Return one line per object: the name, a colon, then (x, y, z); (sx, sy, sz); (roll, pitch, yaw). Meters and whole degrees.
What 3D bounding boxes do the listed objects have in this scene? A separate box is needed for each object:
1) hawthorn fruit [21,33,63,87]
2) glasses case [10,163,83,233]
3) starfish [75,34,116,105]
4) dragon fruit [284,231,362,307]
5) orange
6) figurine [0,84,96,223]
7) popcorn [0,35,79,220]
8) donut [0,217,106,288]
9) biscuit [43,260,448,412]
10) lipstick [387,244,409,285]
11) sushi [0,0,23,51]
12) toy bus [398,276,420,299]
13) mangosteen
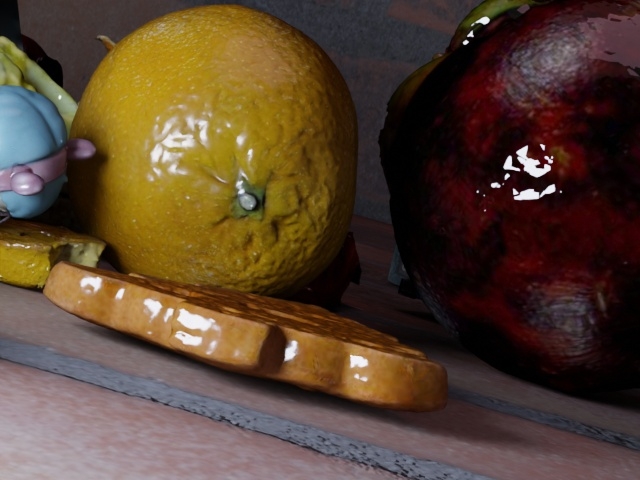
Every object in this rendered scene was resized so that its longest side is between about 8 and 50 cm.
hawthorn fruit: (-0.458, -0.196, 2.511); (0.251, 0.189, 0.189); (10, 0, 40)
glasses case: (-0.352, -0.074, 1.749); (0.425, 0.098, 0.156); (13, 2, -20)
starfish: (-0.274, -0.127, 2.270); (0.293, 0.084, 0.301); (11, -33, 48)
dragon fruit: (-0.019, 0.002, 1.855); (0.092, 0.122, 0.192); (1, 1, 19)
orange: (-0.082, -0.064, 1.538); (0.264, 0.264, 0.264); (15, 4, -1)
figurine: (-0.313, -0.055, 1.399); (0.260, 0.102, 0.205); (-3, 10, 21)
popcorn: (-0.301, -0.087, 1.577); (0.167, 0.185, 0.187); (28, -3, 11)
donut: (-0.221, 0.011, 1.450); (0.097, 0.043, 0.108); (16, 7, 38)
biscuit: (-0.035, 0.070, 1.339); (0.284, 0.043, 0.306); (15, 2, 13)
lipstick: (0.264, 0.056, 2.372); (0.371, 0.076, 0.080); (13, 3, -29)
sushi: (-0.481, -0.179, 2.204); (0.227, 0.215, 0.212); (-11, 12, -29)
toy bus: (0.241, 0.028, 1.976); (0.288, 0.175, 0.138); (18, 7, 32)
mangosteen: (0.246, -0.048, 1.701); (0.381, 0.381, 0.421); (14, 9, -9)
